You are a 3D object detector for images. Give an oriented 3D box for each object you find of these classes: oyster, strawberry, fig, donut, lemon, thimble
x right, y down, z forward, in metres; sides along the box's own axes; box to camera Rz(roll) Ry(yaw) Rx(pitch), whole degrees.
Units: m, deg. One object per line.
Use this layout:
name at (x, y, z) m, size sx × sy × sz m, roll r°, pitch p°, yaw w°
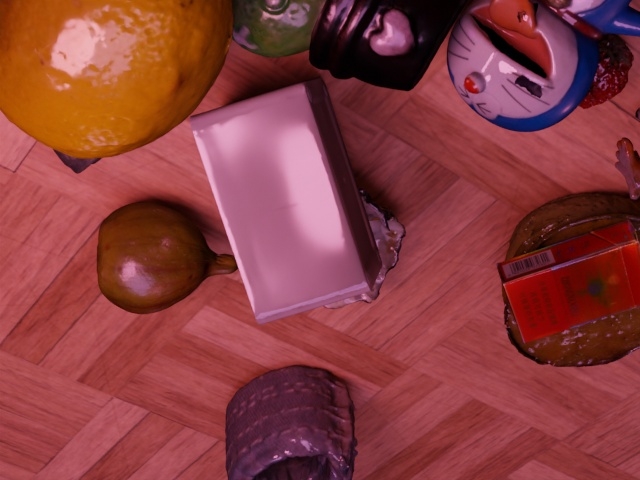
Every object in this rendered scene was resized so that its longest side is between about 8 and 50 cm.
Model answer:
oyster at (0.000, 0.000, 1.393) m, size 0.214 × 0.083 × 0.223 m, roll 8°, pitch 130°, yaw -8°
strawberry at (0.315, -0.194, 1.222) m, size 0.083 × 0.083 × 0.096 m, roll 0°, pitch 141°, yaw -1°
fig at (-0.200, 0.033, 1.379) m, size 0.186 × 0.142 × 0.148 m, roll 15°, pitch 160°, yaw 2°
donut at (0.359, 0.044, 1.438) m, size 0.272 × 0.107 × 0.272 m, roll -3°, pitch 130°, yaw -3°
lemon at (-0.213, -0.220, 1.062) m, size 0.260 × 0.260 × 0.284 m, roll 28°, pitch 102°, yaw -25°
thimble at (-0.041, 0.323, 1.648) m, size 0.205 × 0.172 × 0.236 m, roll 25°, pitch 127°, yaw -27°

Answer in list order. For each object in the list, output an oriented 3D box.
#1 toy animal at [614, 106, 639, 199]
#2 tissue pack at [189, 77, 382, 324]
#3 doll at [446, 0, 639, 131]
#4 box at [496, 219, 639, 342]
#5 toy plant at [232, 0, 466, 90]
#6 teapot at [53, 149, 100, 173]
toy animal at (0.485, -0.043, 1.226) m, size 0.302 × 0.284 × 0.225 m, roll 5°, pitch 136°, yaw -8°
tissue pack at (-0.032, -0.050, 1.225) m, size 0.136 × 0.159 × 0.246 m, roll -16°, pitch 97°, yaw 12°
doll at (0.247, -0.232, 1.117) m, size 0.215 × 0.161 × 0.257 m, roll 37°, pitch 114°, yaw 9°
box at (0.322, 0.052, 1.345) m, size 0.175 × 0.048 × 0.112 m, roll -18°, pitch 125°, yaw 9°
toy plant at (0.021, -0.257, 1.102) m, size 0.235 × 0.175 × 0.218 m, roll 34°, pitch 122°, yaw 5°
teapot at (-0.267, -0.157, 1.222) m, size 0.149 × 0.111 × 0.108 m, roll -33°, pitch 113°, yaw 34°
